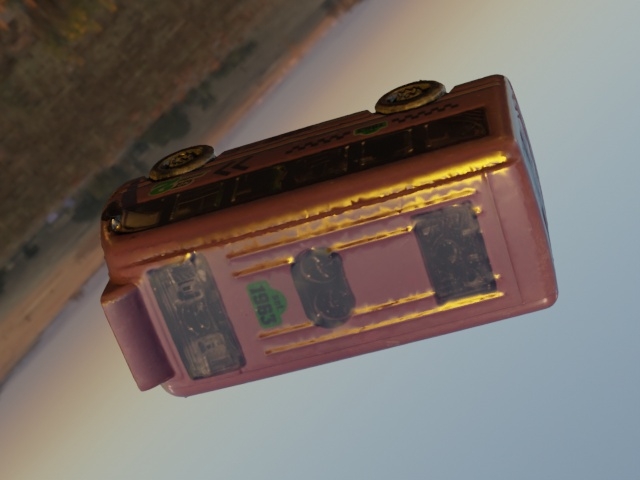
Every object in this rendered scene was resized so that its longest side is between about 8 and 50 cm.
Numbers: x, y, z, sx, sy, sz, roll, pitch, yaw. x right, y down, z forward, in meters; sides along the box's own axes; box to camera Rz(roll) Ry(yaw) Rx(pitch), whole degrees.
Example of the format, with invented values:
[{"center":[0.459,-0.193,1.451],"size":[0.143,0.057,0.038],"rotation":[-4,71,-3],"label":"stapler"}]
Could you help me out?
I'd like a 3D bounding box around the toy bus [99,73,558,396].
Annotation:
[{"center":[0.000,0.000,0.449],"size":[0.178,0.087,0.098],"rotation":[-15,-156,11],"label":"toy bus"}]
